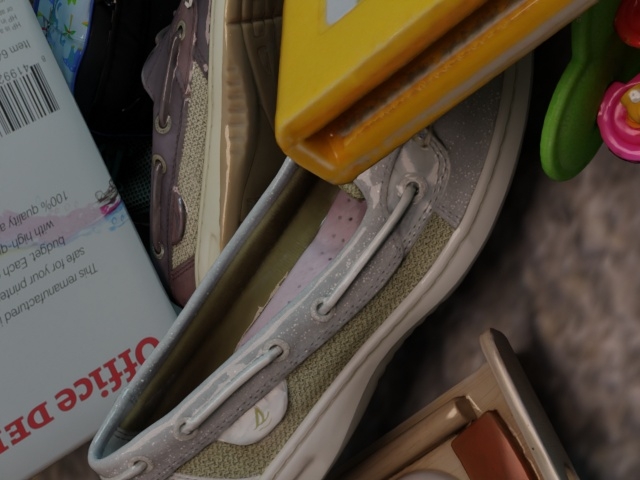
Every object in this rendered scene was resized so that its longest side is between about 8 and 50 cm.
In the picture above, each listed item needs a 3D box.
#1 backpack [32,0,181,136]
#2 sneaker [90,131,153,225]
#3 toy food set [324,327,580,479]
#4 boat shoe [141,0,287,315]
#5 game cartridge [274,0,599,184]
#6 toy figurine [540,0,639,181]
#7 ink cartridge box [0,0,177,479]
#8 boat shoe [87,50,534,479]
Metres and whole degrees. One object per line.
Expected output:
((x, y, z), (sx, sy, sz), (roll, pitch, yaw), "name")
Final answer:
((-0.119, -0.124, 0.912), (0.084, 0.105, 0.114), (30, 109, 41), "backpack")
((-0.150, -0.050, 0.951), (0.166, 0.076, 0.065), (19, 101, 38), "sneaker")
((0.030, 0.215, 0.783), (0.306, 0.092, 0.220), (-39, 65, 31), "toy food set")
((-0.054, -0.093, 0.861), (0.092, 0.103, 0.285), (8, 99, 34), "boat shoe")
((0.090, -0.216, 0.682), (0.285, 0.052, 0.324), (-36, 37, 32), "game cartridge")
((0.197, -0.077, 0.646), (0.159, 0.130, 0.173), (26, 96, 28), "toy figurine")
((-0.243, 0.006, 0.869), (0.197, 0.198, 0.270), (-10, 107, 51), "ink cartridge box")
((-0.002, 0.000, 0.777), (0.320, 0.103, 0.118), (-59, 33, 8), "boat shoe")
